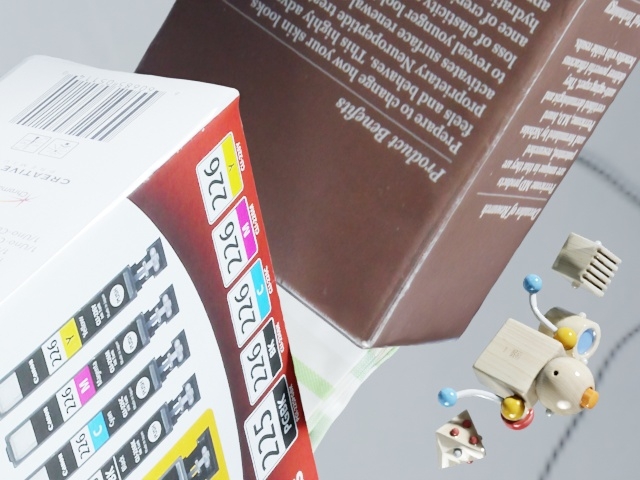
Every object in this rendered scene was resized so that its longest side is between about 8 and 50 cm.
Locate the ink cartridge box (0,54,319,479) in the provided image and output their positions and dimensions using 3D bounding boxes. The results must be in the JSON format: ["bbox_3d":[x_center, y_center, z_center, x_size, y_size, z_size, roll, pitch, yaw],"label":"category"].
[{"bbox_3d":[-0.132,0.119,0.891,0.272,0.130,0.309,-47,137,-40],"label":"ink cartridge box"}]

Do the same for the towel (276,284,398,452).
[{"bbox_3d":[0.000,0.000,1.456,0.325,0.248,0.038,-49,143,-3],"label":"towel"}]

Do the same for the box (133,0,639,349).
[{"bbox_3d":[0.075,-0.152,0.971,0.381,0.191,0.143,-57,158,12],"label":"box"}]

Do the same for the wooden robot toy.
[{"bbox_3d":[0.146,0.083,1.198,0.173,0.079,0.076,-51,138,-16],"label":"wooden robot toy"}]
